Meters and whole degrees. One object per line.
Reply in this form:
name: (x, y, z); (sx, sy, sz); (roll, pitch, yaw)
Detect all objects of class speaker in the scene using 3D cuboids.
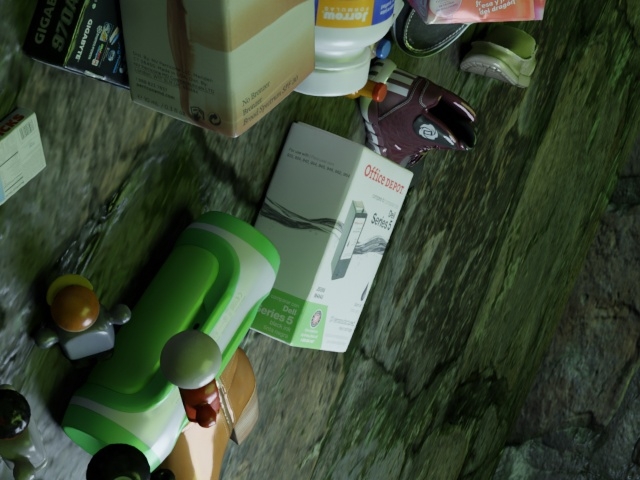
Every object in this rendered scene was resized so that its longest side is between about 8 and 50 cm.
speaker: (-0.163, 0.113, 1.490); (0.296, 0.131, 0.131); (-58, 155, -23)

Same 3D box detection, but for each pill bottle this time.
pill bottle: (0.012, -0.306, 1.484); (0.152, 0.152, 0.272); (-39, 142, -50)

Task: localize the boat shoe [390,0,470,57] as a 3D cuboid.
boat shoe: (0.185, -0.344, 1.744); (0.335, 0.121, 0.119); (125, -22, -47)

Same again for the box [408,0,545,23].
box: (0.150, -0.379, 1.530); (0.300, 0.142, 0.154); (-115, -156, -54)

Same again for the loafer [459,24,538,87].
loafer: (0.299, -0.310, 2.190); (0.268, 0.102, 0.092); (-14, 121, -74)

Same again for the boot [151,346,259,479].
boot: (-0.168, 0.239, 1.614); (0.283, 0.109, 0.220); (-53, 151, -27)

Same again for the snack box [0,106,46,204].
snack box: (-0.310, -0.044, 1.169); (0.178, 0.022, 0.064); (-49, 151, -39)

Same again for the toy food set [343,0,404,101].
toy food set: (0.073, -0.294, 1.687); (0.232, 0.105, 0.111); (-60, 155, -20)

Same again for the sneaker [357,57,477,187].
sneaker: (0.153, -0.140, 1.920); (0.106, 0.163, 0.281); (-60, 155, -19)

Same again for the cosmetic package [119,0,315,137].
cosmetic package: (-0.093, -0.263, 1.188); (0.153, 0.129, 0.296); (-46, 147, -39)

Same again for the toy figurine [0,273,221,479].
toy figurine: (-0.215, 0.160, 1.311); (0.213, 0.210, 0.148); (-58, 166, -24)

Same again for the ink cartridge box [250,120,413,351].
ink cartridge box: (0.000, 0.000, 1.765); (0.198, 0.115, 0.272); (18, 93, -67)

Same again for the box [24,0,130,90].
box: (-0.176, -0.254, 1.246); (0.175, 0.051, 0.220); (8, 102, -66)
